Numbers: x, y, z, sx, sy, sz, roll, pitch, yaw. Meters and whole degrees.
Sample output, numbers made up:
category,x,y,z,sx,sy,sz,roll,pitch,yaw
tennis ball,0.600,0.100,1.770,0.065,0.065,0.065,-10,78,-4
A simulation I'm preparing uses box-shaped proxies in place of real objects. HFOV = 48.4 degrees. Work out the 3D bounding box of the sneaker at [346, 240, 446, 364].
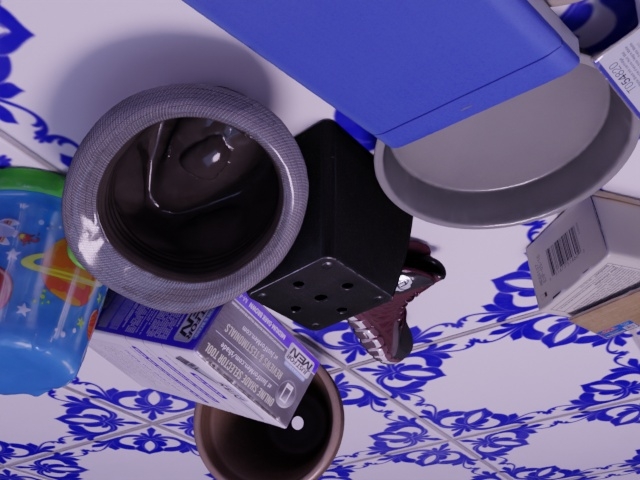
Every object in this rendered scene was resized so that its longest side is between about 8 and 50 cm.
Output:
category,x,y,z,sx,sy,sz,roll,pitch,yaw
sneaker,0.124,0.091,1.066,0.163,0.106,0.281,-21,140,20

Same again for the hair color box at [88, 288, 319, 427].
category,x,y,z,sx,sy,sz,roll,pitch,yaw
hair color box,-0.188,0.139,0.977,0.339,0.110,0.185,3,144,45

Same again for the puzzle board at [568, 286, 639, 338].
category,x,y,z,sx,sy,sz,roll,pitch,yaw
puzzle board,0.420,0.096,0.971,0.096,0.011,0.128,24,139,-33

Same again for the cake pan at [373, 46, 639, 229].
category,x,y,z,sx,sy,sz,roll,pitch,yaw
cake pan,0.206,-0.118,0.811,0.293,0.054,0.293,-1,145,-1

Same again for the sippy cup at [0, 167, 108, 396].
category,x,y,z,sx,sy,sz,roll,pitch,yaw
sippy cup,-0.375,0.066,0.901,0.240,0.224,0.305,6,145,-10

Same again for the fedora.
category,x,y,z,sx,sy,sz,roll,pitch,yaw
fedora,-0.140,-0.063,0.784,0.244,0.124,0.275,26,121,-17

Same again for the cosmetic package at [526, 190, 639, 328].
category,x,y,z,sx,sy,sz,roll,pitch,yaw
cosmetic package,0.470,0.042,1.002,0.310,0.113,0.160,10,143,-18

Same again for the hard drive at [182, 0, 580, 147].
category,x,y,z,sx,sy,sz,roll,pitch,yaw
hard drive,0.033,-0.195,0.580,0.319,0.040,0.210,28,147,-36

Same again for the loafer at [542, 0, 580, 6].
category,x,y,z,sx,sy,sz,roll,pitch,yaw
loafer,0.250,-0.292,0.533,0.092,0.102,0.268,29,126,-34

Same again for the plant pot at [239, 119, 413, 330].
category,x,y,z,sx,sy,sz,roll,pitch,yaw
plant pot,0.000,0.000,0.874,0.188,0.167,0.187,-27,138,30

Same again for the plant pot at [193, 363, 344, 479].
category,x,y,z,sx,sy,sz,roll,pitch,yaw
plant pot,-0.068,0.329,1.307,0.263,0.263,0.229,-10,162,12

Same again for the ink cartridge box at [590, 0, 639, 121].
category,x,y,z,sx,sy,sz,roll,pitch,yaw
ink cartridge box,0.405,-0.197,0.697,0.224,0.045,0.223,-35,134,28
